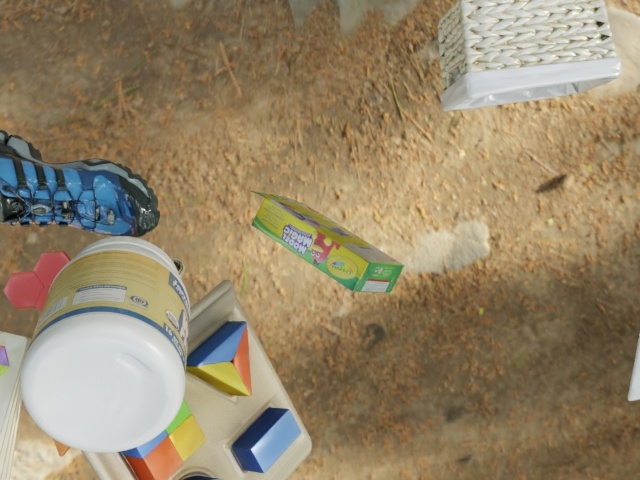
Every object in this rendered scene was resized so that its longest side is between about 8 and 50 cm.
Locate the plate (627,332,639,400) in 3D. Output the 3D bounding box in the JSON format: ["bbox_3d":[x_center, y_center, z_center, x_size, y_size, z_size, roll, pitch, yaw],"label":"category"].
[{"bbox_3d":[0.414,0.004,0.912,0.045,0.277,0.278,20,122,32],"label":"plate"}]

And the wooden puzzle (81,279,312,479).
[{"bbox_3d":[-0.151,0.278,1.213,0.080,0.322,0.348,-1,120,42],"label":"wooden puzzle"}]

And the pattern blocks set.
[{"bbox_3d":[-0.393,0.172,0.916,0.285,0.026,0.324,-2,79,-5],"label":"pattern blocks set"}]

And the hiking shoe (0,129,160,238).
[{"bbox_3d":[-0.363,-0.050,1.142,0.304,0.132,0.113,15,126,16],"label":"hiking shoe"}]

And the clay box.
[{"bbox_3d":[0.000,0.000,1.243,0.222,0.127,0.053,31,101,27],"label":"clay box"}]

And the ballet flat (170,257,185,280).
[{"bbox_3d":[-0.254,0.052,1.134,0.057,0.168,0.052,57,135,17],"label":"ballet flat"}]

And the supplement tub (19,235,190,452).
[{"bbox_3d":[-0.201,0.092,0.836,0.144,0.199,0.144,-3,116,-5],"label":"supplement tub"}]

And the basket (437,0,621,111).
[{"bbox_3d":[0.213,-0.203,0.909,0.167,0.113,0.103,-9,91,-6],"label":"basket"}]
